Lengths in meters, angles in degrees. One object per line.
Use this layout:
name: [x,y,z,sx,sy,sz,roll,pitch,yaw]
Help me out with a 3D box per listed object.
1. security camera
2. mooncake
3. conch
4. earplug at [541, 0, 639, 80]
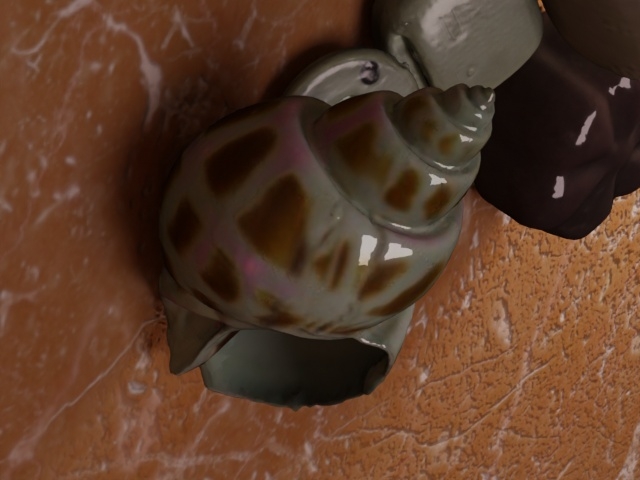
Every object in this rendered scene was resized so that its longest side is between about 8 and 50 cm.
security camera: [0.064,-0.147,1.414,0.301,0.080,0.157,-41,133,-11]
mooncake: [0.264,-0.122,1.667,0.245,0.133,0.245,-35,146,-28]
conch: [-0.001,0.000,1.252,0.249,0.368,0.197,43,60,-20]
earplug: [0.278,-0.359,1.341,0.312,0.313,0.394,-55,144,-10]
